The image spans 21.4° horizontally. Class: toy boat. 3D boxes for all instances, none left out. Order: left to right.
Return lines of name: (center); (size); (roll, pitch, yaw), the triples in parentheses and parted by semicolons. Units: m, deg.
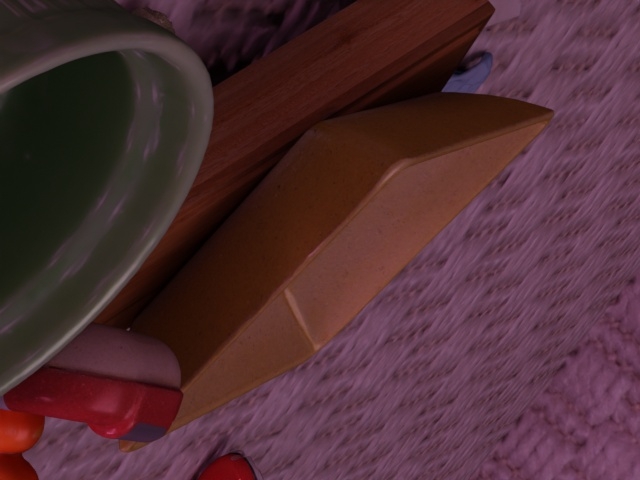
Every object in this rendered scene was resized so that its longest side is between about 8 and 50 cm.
toy boat: (-0.214, 0.125, 1.145); (0.151, 0.231, 0.151); (25, 72, -67)

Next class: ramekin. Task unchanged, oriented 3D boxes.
ramekin: (-0.219, -0.038, 0.942); (0.303, 0.148, 0.303); (-40, 160, -18)

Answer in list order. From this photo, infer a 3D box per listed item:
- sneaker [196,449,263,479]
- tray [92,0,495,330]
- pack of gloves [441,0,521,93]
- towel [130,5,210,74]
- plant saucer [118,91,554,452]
sneaker: (-0.163, 0.360, 1.940); (0.279, 0.107, 0.118); (-55, 150, 15)
tray: (-0.055, -0.059, 1.317); (0.411, 0.076, 0.203); (-36, 169, -31)
pack of gloves: (0.126, -0.161, 1.589); (0.232, 0.046, 0.195); (-27, 152, -44)
towel: (-0.134, -0.102, 1.182); (0.110, 0.027, 0.148); (-45, 164, -2)
plant saucer: (0.000, 0.000, 1.335); (0.333, 0.081, 0.333); (-45, 169, 26)
